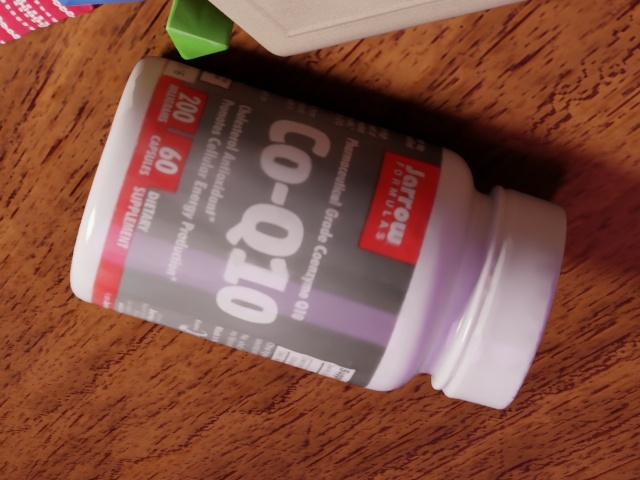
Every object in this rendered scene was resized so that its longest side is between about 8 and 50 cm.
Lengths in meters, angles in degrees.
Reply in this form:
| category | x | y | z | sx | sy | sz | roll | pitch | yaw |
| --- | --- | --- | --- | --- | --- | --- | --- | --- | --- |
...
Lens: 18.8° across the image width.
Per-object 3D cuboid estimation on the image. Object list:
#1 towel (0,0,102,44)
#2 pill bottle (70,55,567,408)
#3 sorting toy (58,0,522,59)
| category | x | y | z | sx | sy | sz | roll | pitch | yaw |
| --- | --- | --- | --- | --- | --- | --- | --- | --- | --- |
| towel | -0.276 | -0.166 | 1.185 | 0.199 | 0.031 | 0.275 | 33 | 150 | -31 |
| pill bottle | 0.000 | 0.000 | 1.209 | 0.283 | 0.161 | 0.161 | 17 | 155 | -3 |
| sorting toy | -0.007 | -0.168 | 1.004 | 0.348 | 0.047 | 0.196 | -8 | 150 | 42 |
